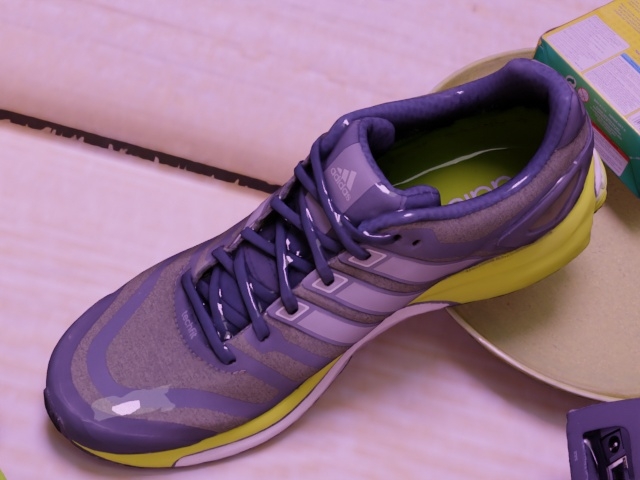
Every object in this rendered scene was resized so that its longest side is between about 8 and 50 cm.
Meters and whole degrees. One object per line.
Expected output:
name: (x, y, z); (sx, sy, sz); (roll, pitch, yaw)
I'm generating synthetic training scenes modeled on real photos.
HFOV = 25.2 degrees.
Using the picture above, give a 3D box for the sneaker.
sneaker: (0.000, 0.000, 0.672); (0.300, 0.121, 0.111); (-31, 63, -8)

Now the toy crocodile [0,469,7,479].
toy crocodile: (-0.258, 0.040, 0.629); (0.340, 0.105, 0.115); (37, 14, 15)

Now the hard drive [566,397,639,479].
hard drive: (0.201, 0.191, 0.620); (0.172, 0.054, 0.255); (15, 50, -28)

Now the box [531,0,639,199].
box: (0.217, -0.104, 0.823); (0.179, 0.043, 0.105); (-28, 65, -26)

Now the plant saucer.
plant saucer: (0.154, -0.006, 0.788); (0.240, 0.037, 0.241); (6, 54, -8)
